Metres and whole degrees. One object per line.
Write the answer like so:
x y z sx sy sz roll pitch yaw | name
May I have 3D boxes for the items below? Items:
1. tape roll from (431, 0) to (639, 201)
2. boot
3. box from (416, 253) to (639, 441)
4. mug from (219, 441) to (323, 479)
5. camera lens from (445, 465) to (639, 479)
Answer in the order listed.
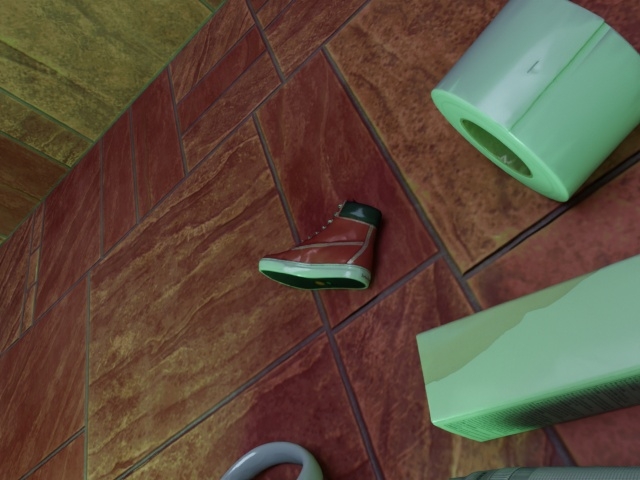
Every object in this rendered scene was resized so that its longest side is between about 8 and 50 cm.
0.301 -0.193 0.761 0.169 0.246 0.246 -50 43 9 | tape roll
0.000 0.000 1.045 0.244 0.088 0.176 -2 65 33 | boot
0.290 0.137 0.648 0.311 0.148 0.121 -26 50 28 | box
-0.132 0.456 0.791 0.328 0.276 0.374 -19 24 43 | mug
0.257 0.328 0.507 0.274 0.219 0.219 -18 55 35 | camera lens
